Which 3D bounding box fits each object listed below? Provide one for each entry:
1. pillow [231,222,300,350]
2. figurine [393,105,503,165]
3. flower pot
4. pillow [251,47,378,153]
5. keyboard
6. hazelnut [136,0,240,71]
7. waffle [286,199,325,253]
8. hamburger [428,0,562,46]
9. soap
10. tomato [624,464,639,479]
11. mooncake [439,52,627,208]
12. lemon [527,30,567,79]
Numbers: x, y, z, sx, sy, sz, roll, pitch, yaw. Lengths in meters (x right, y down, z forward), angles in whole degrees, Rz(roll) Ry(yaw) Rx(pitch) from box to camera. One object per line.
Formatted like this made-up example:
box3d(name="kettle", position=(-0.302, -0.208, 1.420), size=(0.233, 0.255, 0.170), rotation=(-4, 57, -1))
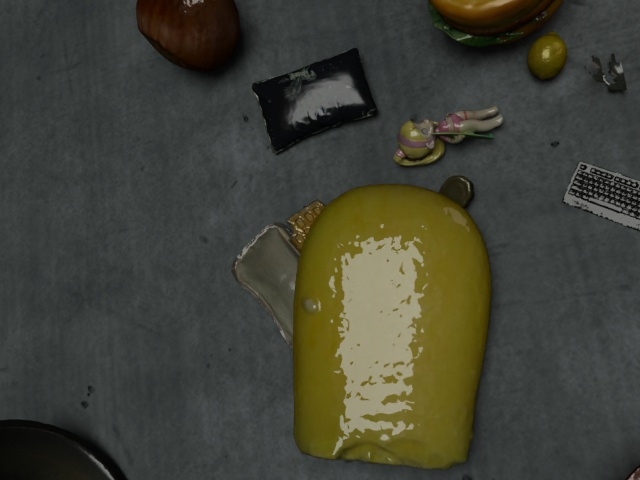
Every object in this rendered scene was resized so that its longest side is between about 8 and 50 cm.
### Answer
box3d(name="pillow", position=(-0.051, 0.082, 1.147), size=(0.130, 0.038, 0.233), rotation=(-43, 70, 1))
box3d(name="figurine", position=(0.209, -0.174, 1.115), size=(0.187, 0.083, 0.083), rotation=(-18, 73, 0))
box3d(name="flower pot", position=(-0.497, 0.510, 1.073), size=(0.379, 0.379, 0.251), rotation=(47, 115, 21))
box3d(name="pillow", position=(-0.013, -0.255, 1.206), size=(0.208, 0.055, 0.142), rotation=(-19, 81, 14))
box3d(name="keyboard", position=(0.477, -0.056, 1.023), size=(0.196, 0.015, 0.074), rotation=(25, 87, 21))
box3d(name="hazelnut", position=(-0.240, -0.425, 1.241), size=(0.214, 0.176, 0.215), rotation=(23, 130, 31))
box3d(name="waffle", position=(0.000, 0.000, 1.144), size=(0.092, 0.021, 0.135), rotation=(-35, 68, -16))
box3d(name="hamburger", position=(0.284, -0.429, 1.087), size=(0.245, 0.170, 0.246), rotation=(-5, 80, 29))
box3d(name="soap", position=(0.105, 0.123, 1.042), size=(0.305, 0.115, 0.428), rotation=(5, 84, 14))
box3d(name="tomato", position=(0.515, 0.407, 0.836), size=(0.338, 0.144, 0.339), rotation=(-5, 72, 15))
box3d(name="mooncake", position=(0.337, -0.174, 1.073), size=(0.346, 0.057, 0.150), rotation=(-22, 85, 9))
box3d(name="lemon", position=(0.367, -0.299, 1.088), size=(0.062, 0.062, 0.083), rotation=(13, 82, 20))
